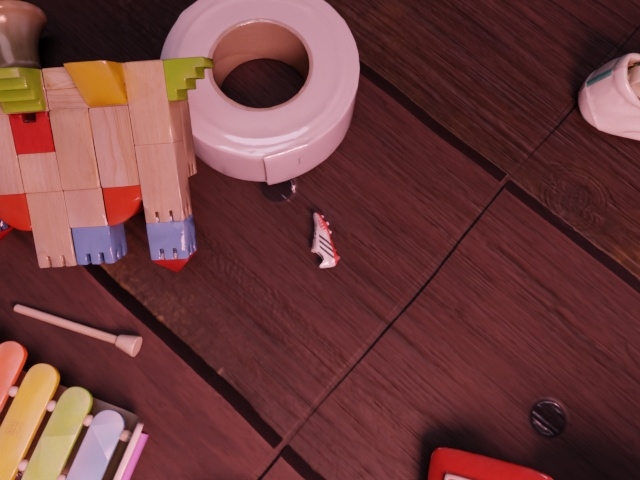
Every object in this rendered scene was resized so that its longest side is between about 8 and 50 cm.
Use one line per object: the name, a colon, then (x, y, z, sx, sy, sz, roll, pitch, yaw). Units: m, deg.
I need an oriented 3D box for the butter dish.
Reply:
butter dish: (0.216, 0.345, 0.699, 0.160, 0.118, 0.160, 0, 76, 41)

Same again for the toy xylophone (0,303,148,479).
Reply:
toy xylophone: (-0.367, 0.205, 0.730, 0.322, 0.081, 0.237, 12, 74, 1)

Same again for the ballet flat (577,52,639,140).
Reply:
ballet flat: (0.591, -0.185, 0.846, 0.399, 0.139, 0.139, 14, 74, 2)

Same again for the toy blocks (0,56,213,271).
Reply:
toy blocks: (-0.312, -0.085, 0.744, 0.381, 0.191, 0.261, -3, 104, 3)

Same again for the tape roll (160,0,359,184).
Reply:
tape roll: (-0.086, -0.233, 0.852, 0.285, 0.100, 0.287, 1, 74, -2)

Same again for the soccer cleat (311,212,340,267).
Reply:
soccer cleat: (0.000, 0.000, 0.827, 0.035, 0.029, 0.083, -18, 80, -11)

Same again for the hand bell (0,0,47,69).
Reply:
hand bell: (-0.432, -0.206, 0.845, 0.126, 0.126, 0.242, -18, 88, -7)
